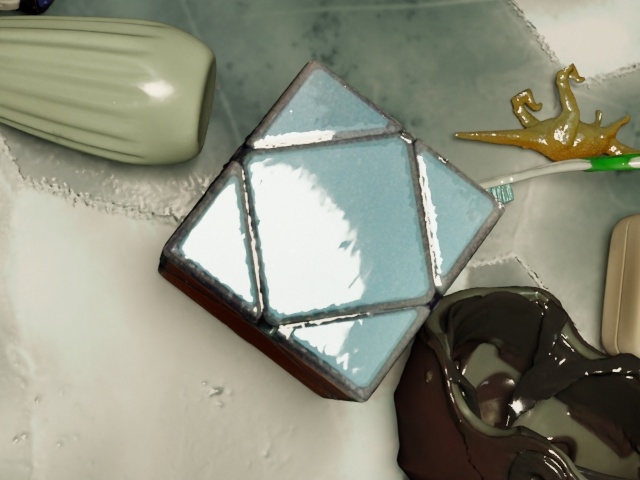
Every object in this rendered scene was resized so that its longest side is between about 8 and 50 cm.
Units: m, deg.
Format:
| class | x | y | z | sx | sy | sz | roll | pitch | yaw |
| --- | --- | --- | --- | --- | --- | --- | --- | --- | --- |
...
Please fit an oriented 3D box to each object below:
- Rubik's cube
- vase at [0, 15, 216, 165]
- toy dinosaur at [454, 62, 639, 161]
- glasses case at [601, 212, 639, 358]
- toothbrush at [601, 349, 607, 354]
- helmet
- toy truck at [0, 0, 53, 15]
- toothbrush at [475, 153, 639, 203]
| class | x | y | z | sx | sy | sz | roll | pitch | yaw |
| --- | --- | --- | --- | --- | --- | --- | --- | --- | --- |
| Rubik's cube | 0.000 | 0.000 | 1.036 | 0.205 | 0.207 | 0.205 | 37 | 79 | -2 |
| vase | -0.220 | -0.141 | 1.064 | 0.248 | 0.128 | 0.128 | 10 | 82 | 1 |
| toy dinosaur | 0.227 | -0.092 | 1.168 | 0.162 | 0.039 | 0.126 | -33 | 91 | -10 |
| glasses case | 0.437 | 0.064 | 1.149 | 0.336 | 0.076 | 0.144 | 7 | 85 | -14 |
| toothbrush | 0.291 | 0.098 | 1.162 | 0.021 | 0.027 | 0.269 | 46 | 79 | -18 |
| helmet | 0.187 | 0.184 | 1.026 | 0.225 | 0.177 | 0.305 | -11 | 44 | -47 |
| toy truck | -0.283 | -0.314 | 1.040 | 0.161 | 0.177 | 0.213 | 23 | 80 | -7 |
| toothbrush | 0.275 | -0.074 | 1.099 | 0.303 | 0.030 | 0.030 | -14 | 85 | 25 |
